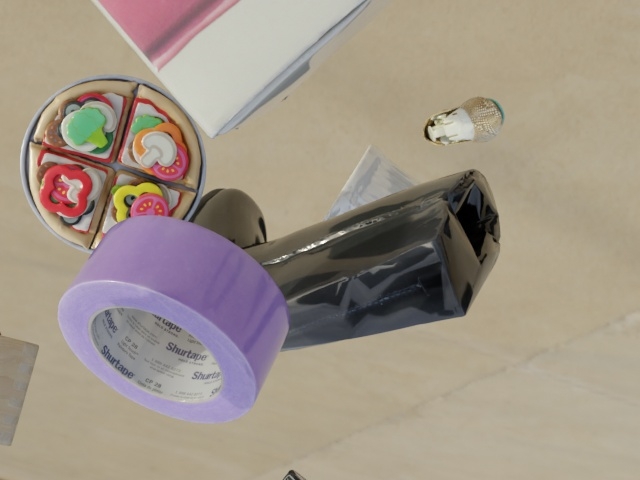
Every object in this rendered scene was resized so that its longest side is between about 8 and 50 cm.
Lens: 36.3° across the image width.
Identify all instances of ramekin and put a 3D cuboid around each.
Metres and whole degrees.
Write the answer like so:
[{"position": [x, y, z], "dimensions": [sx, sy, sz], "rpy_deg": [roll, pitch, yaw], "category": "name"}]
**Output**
[{"position": [0.065, -0.004, 1.565], "dimensions": [0.135, 0.277, 0.277], "rpy_deg": [31, 155, 0], "category": "ramekin"}]

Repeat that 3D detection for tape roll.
[{"position": [-0.128, 0.072, 0.856], "dimensions": [0.188, 0.080, 0.189], "rpy_deg": [15, 138, 13], "category": "tape roll"}]

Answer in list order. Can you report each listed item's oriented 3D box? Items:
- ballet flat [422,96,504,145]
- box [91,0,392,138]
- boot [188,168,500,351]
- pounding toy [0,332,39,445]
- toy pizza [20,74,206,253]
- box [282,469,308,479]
[{"position": [0.212, -0.173, 1.497], "dimensions": [0.067, 0.073, 0.206], "rpy_deg": [-24, -177, -14], "category": "ballet flat"}, {"position": [-0.075, -0.189, 0.543], "dimensions": [0.232, 0.127, 0.148], "rpy_deg": [49, -166, -5], "category": "box"}, {"position": [0.000, 0.002, 1.168], "dimensions": [0.445, 0.367, 0.146], "rpy_deg": [-23, 120, 32], "category": "boot"}, {"position": [-0.277, 0.074, 0.666], "dimensions": [0.141, 0.100, 0.130], "rpy_deg": [21, 163, -30], "category": "pounding toy"}, {"position": [-0.225, -0.079, 1.067], "dimensions": [0.201, 0.201, 0.032], "rpy_deg": [20, -173, -13], "category": "toy pizza"}, {"position": [-0.045, 0.375, 0.876], "dimensions": [0.169, 0.290, 0.087], "rpy_deg": [43, 173, -30], "category": "box"}]
